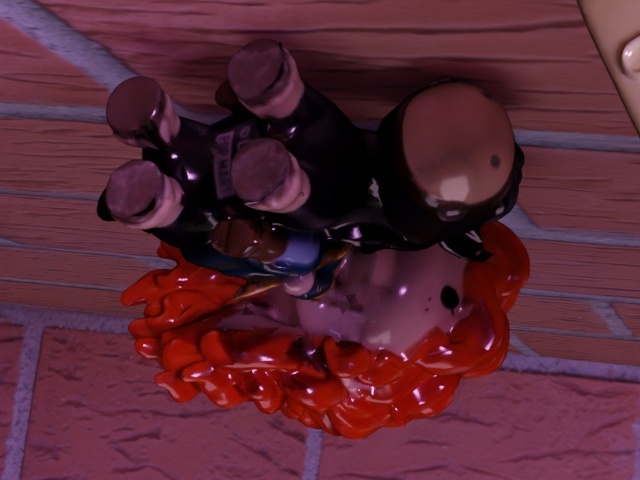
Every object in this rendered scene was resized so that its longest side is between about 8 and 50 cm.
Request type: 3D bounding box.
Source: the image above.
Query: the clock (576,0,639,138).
[{"bbox_3d":[0.234,-0.017,0.728,0.096,0.235,0.308,-32,159,22],"label":"clock"}]

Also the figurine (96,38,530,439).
[{"bbox_3d":[0.005,-0.006,1.156,0.306,0.241,0.412,-15,155,-8],"label":"figurine"}]
